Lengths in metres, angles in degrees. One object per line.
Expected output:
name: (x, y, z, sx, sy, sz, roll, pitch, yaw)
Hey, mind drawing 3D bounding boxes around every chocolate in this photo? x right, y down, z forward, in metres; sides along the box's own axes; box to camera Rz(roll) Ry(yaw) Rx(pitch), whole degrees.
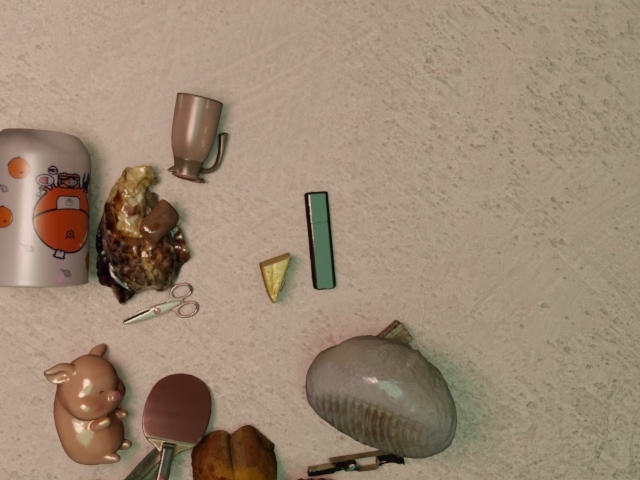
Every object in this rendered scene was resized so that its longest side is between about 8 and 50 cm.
chocolate: (-0.355, -0.042, 1.311, 0.064, 0.031, 0.100, 54, 53, -25)

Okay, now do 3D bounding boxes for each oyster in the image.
oyster: (-0.414, -0.002, 1.346, 0.275, 0.100, 0.271, -46, 115, -10)

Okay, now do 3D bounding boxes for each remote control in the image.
remote control: (0.000, 0.000, 1.464, 0.063, 0.025, 0.245, -6, 94, -7)

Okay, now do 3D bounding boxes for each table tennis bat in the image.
table tennis bat: (-0.342, 0.446, 1.368, 0.154, 0.021, 0.274, 13, 66, -8)

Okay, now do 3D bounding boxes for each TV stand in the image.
TV stand: (0.090, 0.568, 1.502, 0.250, 0.036, 0.042, -4, 95, -11)

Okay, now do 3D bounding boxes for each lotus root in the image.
lotus root: (-0.200, 0.548, 1.375, 0.188, 0.180, 0.199, -45, 100, -2)

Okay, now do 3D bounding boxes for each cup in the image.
cup: (-0.600, -0.068, 1.248, 0.213, 0.212, 0.317, 2, 91, -11)

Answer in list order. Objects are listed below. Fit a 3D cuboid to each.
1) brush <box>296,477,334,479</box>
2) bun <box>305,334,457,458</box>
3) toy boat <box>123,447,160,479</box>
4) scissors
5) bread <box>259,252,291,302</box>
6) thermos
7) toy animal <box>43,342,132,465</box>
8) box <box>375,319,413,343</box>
brush: (0.054, 0.635, 1.480, 0.301, 0.084, 0.071, 9, 53, -19)
bun: (0.148, 0.351, 1.370, 0.362, 0.362, 0.211, 41, 53, -10)
toy boat: (-0.401, 0.560, 1.382, 0.085, 0.078, 0.260, 42, 82, 9)
scissors: (-0.381, 0.162, 1.397, 0.176, 0.022, 0.085, -19, 99, -13)
bread: (-0.095, 0.094, 1.418, 0.080, 0.084, 0.109, -17, 95, -8)
thermos: (-0.280, -0.230, 1.366, 0.137, 0.105, 0.193, 7, 96, -42)
toy animal: (-0.512, 0.373, 1.317, 0.154, 0.166, 0.249, -2, 97, 1)
box: (0.179, 0.254, 1.500, 0.098, 0.045, 0.062, -37, 99, -8)
